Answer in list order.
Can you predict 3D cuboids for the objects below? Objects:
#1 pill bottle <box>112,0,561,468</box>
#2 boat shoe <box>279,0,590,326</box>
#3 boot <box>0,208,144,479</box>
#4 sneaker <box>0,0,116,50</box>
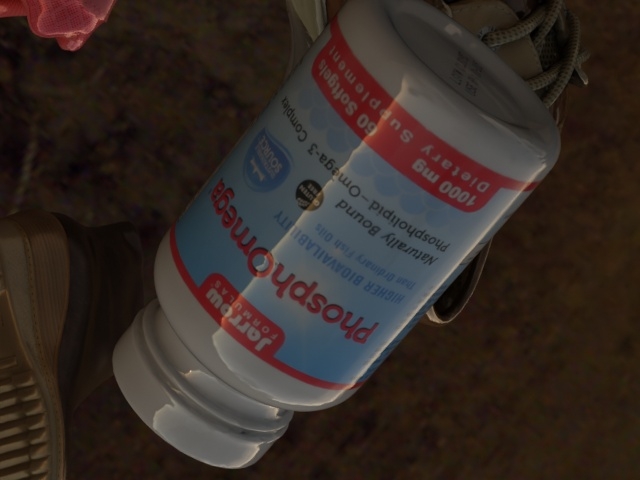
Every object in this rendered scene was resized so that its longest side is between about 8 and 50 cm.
[{"bbox_3d":[0.000,0.000,0.566,0.087,0.087,0.160,9,127,-52],"label":"pill bottle"},{"bbox_3d":[0.055,-0.083,0.667,0.123,0.116,0.324,-45,161,-32],"label":"boat shoe"},{"bbox_3d":[-0.182,0.100,1.251,0.207,0.090,0.248,3,81,-65],"label":"boot"},{"bbox_3d":[-0.232,-0.185,0.898,0.116,0.314,0.136,28,79,-67],"label":"sneaker"}]
